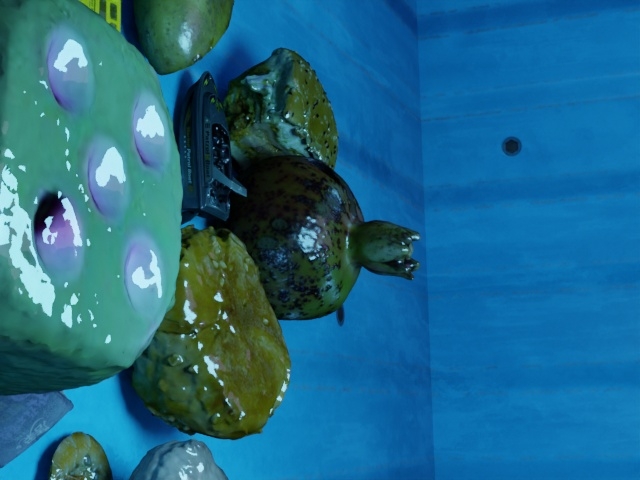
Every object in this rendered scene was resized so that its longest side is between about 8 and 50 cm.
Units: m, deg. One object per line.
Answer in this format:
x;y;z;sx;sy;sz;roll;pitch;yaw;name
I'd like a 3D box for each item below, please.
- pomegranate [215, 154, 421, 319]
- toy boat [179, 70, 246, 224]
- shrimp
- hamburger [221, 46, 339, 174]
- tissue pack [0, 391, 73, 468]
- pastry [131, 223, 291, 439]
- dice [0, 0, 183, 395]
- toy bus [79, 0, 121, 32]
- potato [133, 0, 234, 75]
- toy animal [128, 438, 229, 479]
0.000;0.000;1.936;0.285;0.341;0.284;2;90;-68;pomegranate
-0.173;-0.148;1.846;0.093;0.103;0.246;30;55;-66;toy boat
-0.307;0.317;1.453;0.132;0.052;0.187;57;25;-32;shrimp
-0.071;-0.208;2.039;0.288;0.168;0.192;50;41;-58;hamburger
-0.349;0.171;1.264;0.051;0.112;0.156;46;-8;37;tissue pack
-0.174;0.137;1.684;0.255;0.162;0.310;-16;89;-56;pastry
-0.324;-0.034;1.054;0.330;0.322;0.318;39;49;-65;dice
-0.310;-0.252;1.364;0.152;0.144;0.330;11;76;-53;toy bus
-0.204;-0.372;1.759;0.176;0.141;0.298;41;54;-46;potato
-0.183;0.415;1.559;0.358;0.188;0.226;65;40;-50;toy animal
